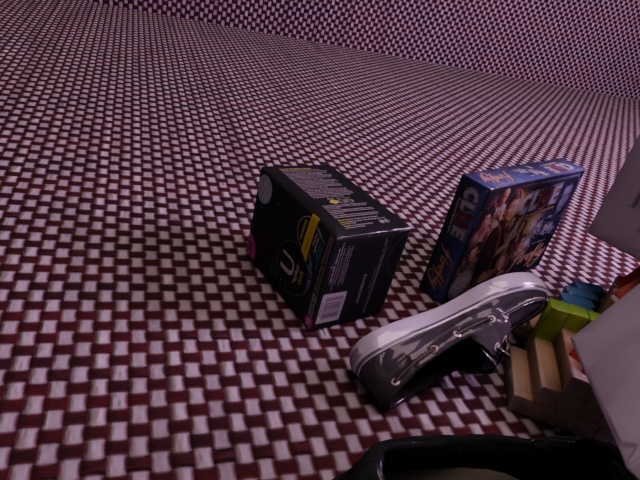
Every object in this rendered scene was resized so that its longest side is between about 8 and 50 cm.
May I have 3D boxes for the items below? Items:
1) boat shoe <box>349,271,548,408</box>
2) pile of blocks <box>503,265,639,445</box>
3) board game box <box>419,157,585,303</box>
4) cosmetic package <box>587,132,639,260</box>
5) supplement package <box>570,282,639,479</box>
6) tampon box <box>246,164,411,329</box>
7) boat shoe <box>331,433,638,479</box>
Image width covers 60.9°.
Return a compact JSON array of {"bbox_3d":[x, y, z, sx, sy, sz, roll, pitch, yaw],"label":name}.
[{"bbox_3d":[0.143,0.100,0.534,0.229,0.080,0.076,-15,49,-21],"label":"boat shoe"},{"bbox_3d":[0.325,0.083,0.634,0.149,0.112,0.362,32,33,28],"label":"pile of blocks"},{"bbox_3d":[0.247,-0.019,0.725,0.243,0.165,0.042,-13,39,-39],"label":"board game box"},{"bbox_3d":[0.550,0.008,0.637,0.366,0.155,0.197,20,14,-7],"label":"cosmetic package"},{"bbox_3d":[0.334,0.069,0.357,0.145,0.262,0.204,45,20,3],"label":"supplement package"},{"bbox_3d":[0.000,0.000,0.625,0.101,0.120,0.161,-7,35,-35],"label":"tampon box"},{"bbox_3d":[0.168,0.189,0.375,0.340,0.113,0.127,11,28,-6],"label":"boat shoe"}]
